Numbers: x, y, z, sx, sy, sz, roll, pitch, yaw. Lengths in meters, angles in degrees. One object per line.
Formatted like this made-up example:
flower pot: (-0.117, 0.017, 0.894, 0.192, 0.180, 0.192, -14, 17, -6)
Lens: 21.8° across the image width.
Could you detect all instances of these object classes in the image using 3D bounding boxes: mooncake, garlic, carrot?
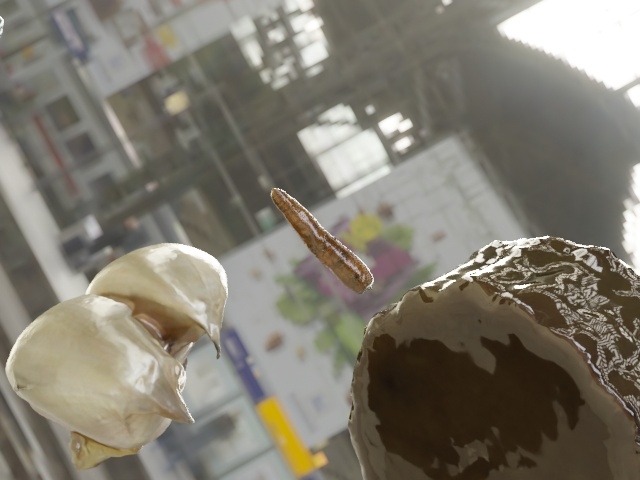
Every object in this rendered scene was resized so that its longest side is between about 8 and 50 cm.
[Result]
mooncake: (0.194, 0.157, 1.462, 0.324, 0.187, 0.324, 18, -60, 33)
garlic: (-0.221, 0.136, 1.927, 0.249, 0.286, 0.313, 66, -18, 15)
carrot: (-0.001, 0.001, 1.913, 0.165, 0.035, 0.035, 44, -4, -8)

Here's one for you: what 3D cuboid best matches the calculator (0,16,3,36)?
calculator: (-0.305, -0.135, 1.359, 0.021, 0.153, 0.095, 39, -41, 2)
